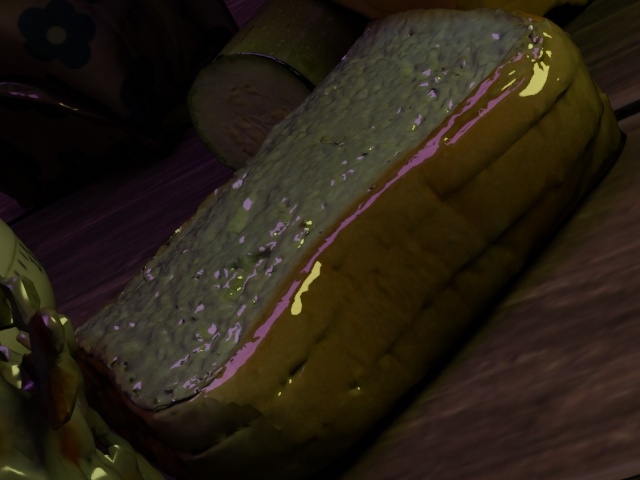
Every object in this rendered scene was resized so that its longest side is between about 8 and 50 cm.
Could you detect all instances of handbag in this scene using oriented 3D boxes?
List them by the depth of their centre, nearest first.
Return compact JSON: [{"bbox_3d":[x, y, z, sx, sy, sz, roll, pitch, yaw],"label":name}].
[{"bbox_3d":[-0.197,-0.148,1.319,0.251,0.193,0.190,-18,30,47],"label":"handbag"}]

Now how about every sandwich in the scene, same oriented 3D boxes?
[{"bbox_3d":[0.000,-0.001,0.825,0.251,0.087,0.226,-47,22,-11],"label":"sandwich"}]

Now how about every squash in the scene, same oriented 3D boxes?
[{"bbox_3d":[0.006,-0.117,1.047,0.095,0.095,0.188,-22,23,42],"label":"squash"}]

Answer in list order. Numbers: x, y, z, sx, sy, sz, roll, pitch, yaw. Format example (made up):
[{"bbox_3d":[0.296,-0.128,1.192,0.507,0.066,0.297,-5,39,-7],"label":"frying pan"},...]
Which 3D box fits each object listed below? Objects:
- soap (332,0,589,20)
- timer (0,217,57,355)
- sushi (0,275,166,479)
[{"bbox_3d":[-0.007,-0.227,0.956,0.096,0.204,0.324,-41,47,-20],"label":"soap"},{"bbox_3d":[-0.261,0.057,0.961,0.233,0.240,0.233,-35,21,16],"label":"timer"},{"bbox_3d":[-0.235,0.104,0.615,0.417,0.417,0.176,-28,19,33],"label":"sushi"}]
